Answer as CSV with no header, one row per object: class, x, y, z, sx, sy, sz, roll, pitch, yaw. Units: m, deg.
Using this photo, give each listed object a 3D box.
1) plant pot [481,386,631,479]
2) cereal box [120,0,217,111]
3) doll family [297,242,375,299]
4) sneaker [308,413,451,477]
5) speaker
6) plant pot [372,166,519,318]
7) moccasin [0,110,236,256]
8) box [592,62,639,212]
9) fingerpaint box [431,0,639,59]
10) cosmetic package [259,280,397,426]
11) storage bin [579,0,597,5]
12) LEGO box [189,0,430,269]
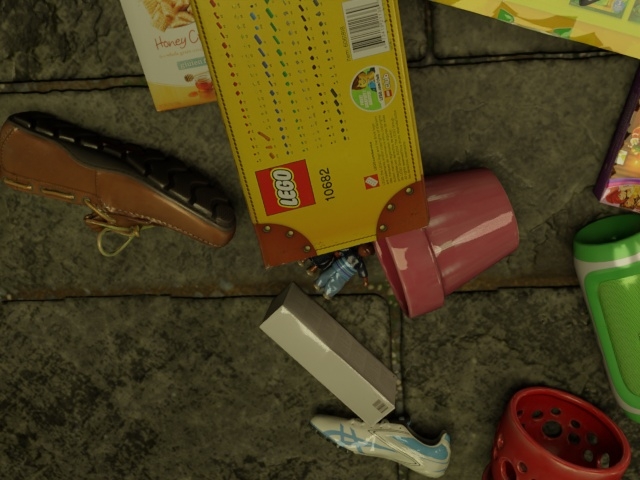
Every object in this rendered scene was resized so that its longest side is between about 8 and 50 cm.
plant pot,0.353,0.349,1.215,0.191,0.191,0.174,16,119,2
cereal box,-0.182,-0.312,1.103,0.173,0.047,0.240,-9,119,11
doll family,0.000,0.000,1.200,0.193,0.076,0.111,42,105,-13
sneaker,0.098,0.320,1.298,0.237,0.085,0.086,14,84,6
speaker,0.462,0.116,1.148,0.131,0.131,0.296,-18,106,13
plant pot,0.171,-0.014,1.117,0.180,0.201,0.201,-22,105,-2
moccasin,-0.308,-0.067,1.178,0.380,0.139,0.147,18,111,1
box,0.556,-0.115,1.090,0.293,0.057,0.201,14,111,2
fingerpaint box,0.310,-0.442,0.953,0.445,0.163,0.371,15,111,2
cosmetic package,0.016,0.179,1.243,0.239,0.099,0.060,43,111,-8
storage bin,0.329,-0.334,0.861,0.135,0.098,0.091,-24,78,16
LEGO box,-0.046,-0.284,0.879,0.193,0.372,0.500,-14,120,-2
